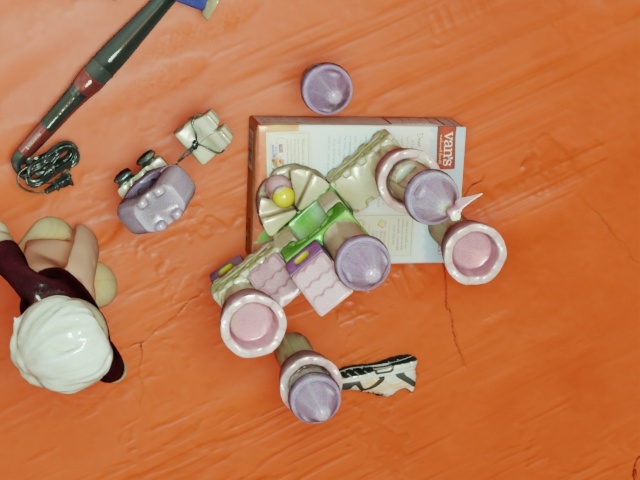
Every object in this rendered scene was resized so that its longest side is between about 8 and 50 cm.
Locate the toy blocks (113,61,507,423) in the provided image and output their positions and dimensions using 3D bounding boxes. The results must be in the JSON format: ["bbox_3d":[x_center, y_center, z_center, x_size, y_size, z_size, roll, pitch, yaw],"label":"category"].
[{"bbox_3d":[0.000,0.000,1.442,0.288,0.260,0.309,-39,109,2],"label":"toy blocks"}]

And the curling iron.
[{"bbox_3d":[-0.232,-0.164,1.545,0.068,0.035,0.274,35,89,-38],"label":"curling iron"}]

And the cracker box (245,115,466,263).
[{"bbox_3d":[0.037,-0.056,1.607,0.232,0.067,0.155,0,104,-11],"label":"cracker box"}]

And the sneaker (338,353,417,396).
[{"bbox_3d":[0.061,0.163,1.678,0.109,0.040,0.043,-9,107,-9],"label":"sneaker"}]

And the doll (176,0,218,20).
[{"bbox_3d":[-0.185,-0.296,1.503,0.189,0.046,0.129,28,70,-9],"label":"doll"}]

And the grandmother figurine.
[{"bbox_3d":[-0.252,0.060,1.429,0.208,0.342,0.104,40,93,-18],"label":"grandmother figurine"}]
